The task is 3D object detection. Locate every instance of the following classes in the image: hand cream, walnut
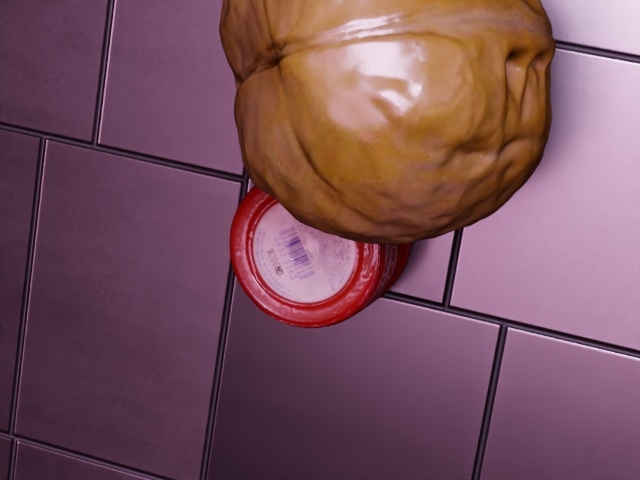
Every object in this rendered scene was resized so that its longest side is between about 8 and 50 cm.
[{"bbox_3d":[0.000,0.000,1.767,0.193,0.125,0.193,3,99,18],"label":"hand cream"},{"bbox_3d":[0.076,-0.174,1.562,0.308,0.398,0.354,-3,95,31],"label":"walnut"}]
